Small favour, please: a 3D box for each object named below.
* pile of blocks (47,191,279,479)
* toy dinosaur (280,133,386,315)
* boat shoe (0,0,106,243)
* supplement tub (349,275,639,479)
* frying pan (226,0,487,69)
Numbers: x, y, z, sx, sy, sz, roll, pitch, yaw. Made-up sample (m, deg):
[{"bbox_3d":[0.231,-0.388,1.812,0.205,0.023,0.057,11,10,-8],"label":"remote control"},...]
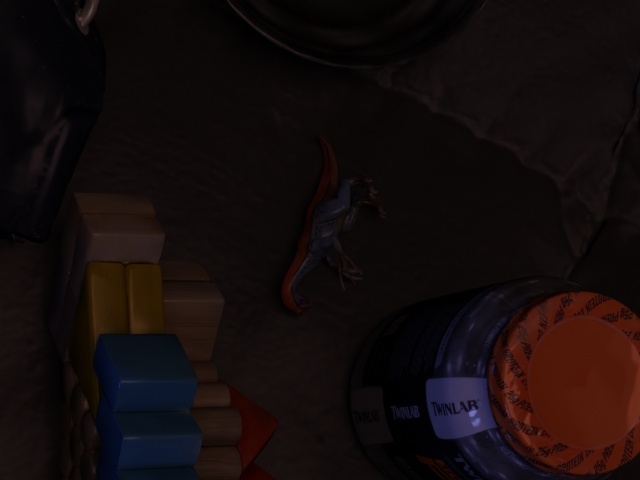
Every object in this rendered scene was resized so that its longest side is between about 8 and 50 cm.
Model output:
[{"bbox_3d":[-0.065,0.153,0.956,0.113,0.149,0.362,1,84,-25],"label":"pile of blocks"},{"bbox_3d":[0.000,0.000,1.068,0.082,0.047,0.090,-38,63,-11],"label":"toy dinosaur"},{"bbox_3d":[-0.181,-0.157,0.979,0.158,0.127,0.340,17,86,-24],"label":"boat shoe"},{"bbox_3d":[0.099,0.081,0.999,0.117,0.190,0.117,2,82,-19],"label":"supplement tub"},{"bbox_3d":[-0.032,-0.236,1.069,0.326,0.053,0.197,43,72,-8],"label":"frying pan"}]
